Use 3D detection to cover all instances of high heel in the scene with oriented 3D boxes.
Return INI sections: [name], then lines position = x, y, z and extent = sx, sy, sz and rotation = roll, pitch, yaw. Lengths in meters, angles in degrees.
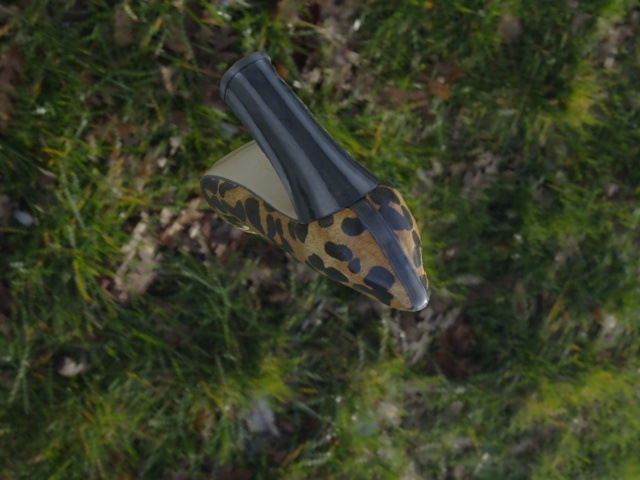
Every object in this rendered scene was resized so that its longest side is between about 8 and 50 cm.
[high heel]
position = 0.000, 0.000, 0.739
extent = 0.093, 0.186, 0.261
rotation = -34, 166, -11
